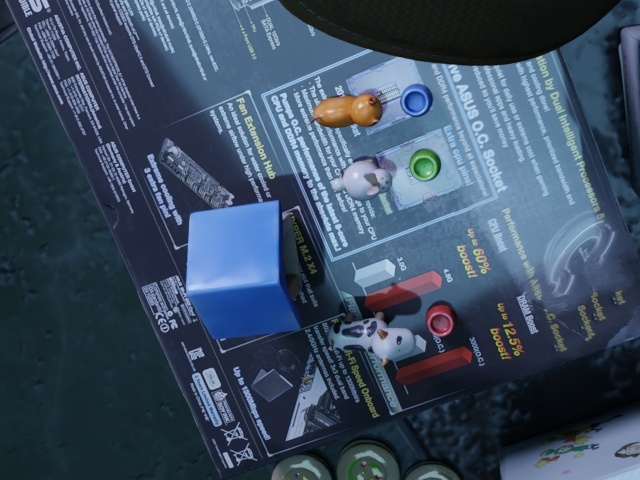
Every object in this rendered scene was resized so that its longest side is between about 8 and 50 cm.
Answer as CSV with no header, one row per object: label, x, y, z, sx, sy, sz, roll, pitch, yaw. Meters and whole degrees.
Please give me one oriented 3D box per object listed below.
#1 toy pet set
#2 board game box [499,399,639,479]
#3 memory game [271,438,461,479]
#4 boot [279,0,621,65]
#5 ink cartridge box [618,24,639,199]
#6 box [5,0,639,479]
toy pet set,0.000,0.000,0.500,0.114,0.065,0.122,-7,102,10
board game box,0.272,0.167,0.560,0.303,0.097,0.224,-22,97,11
memory game,0.026,0.205,0.649,0.186,0.012,0.186,2,103,8
boot,0.104,-0.197,0.450,0.283,0.109,0.220,-9,78,-7
ink cartridge box,0.175,-0.052,0.510,0.052,0.122,0.089,-7,106,7
box,0.003,-0.061,0.560,0.242,0.076,0.308,-22,98,13
